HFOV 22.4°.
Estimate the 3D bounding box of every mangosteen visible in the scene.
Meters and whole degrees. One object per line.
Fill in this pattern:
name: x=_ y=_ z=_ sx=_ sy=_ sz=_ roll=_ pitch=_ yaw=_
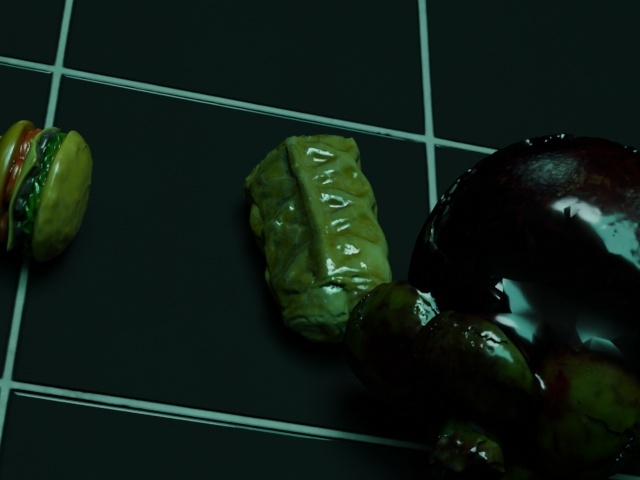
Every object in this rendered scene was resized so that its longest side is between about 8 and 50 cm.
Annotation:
mangosteen: x=0.252 y=0.092 z=1.776 sx=0.421 sy=0.381 sz=0.381 roll=-43 pitch=69 yaw=-4

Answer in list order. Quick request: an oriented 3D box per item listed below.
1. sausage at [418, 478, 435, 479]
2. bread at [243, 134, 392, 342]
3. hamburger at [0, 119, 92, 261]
sausage: x=0.041 y=0.341 z=1.658 sx=0.300 sy=0.083 sz=0.089 roll=-35 pitch=81 yaw=-37
bread: x=0.000 y=0.000 z=1.914 sx=0.152 sy=0.130 sz=0.267 roll=-25 pitch=53 yaw=12
hamburger: x=-0.323 y=-0.056 z=1.837 sx=0.115 sy=0.162 sz=0.162 roll=15 pitch=47 yaw=-1
